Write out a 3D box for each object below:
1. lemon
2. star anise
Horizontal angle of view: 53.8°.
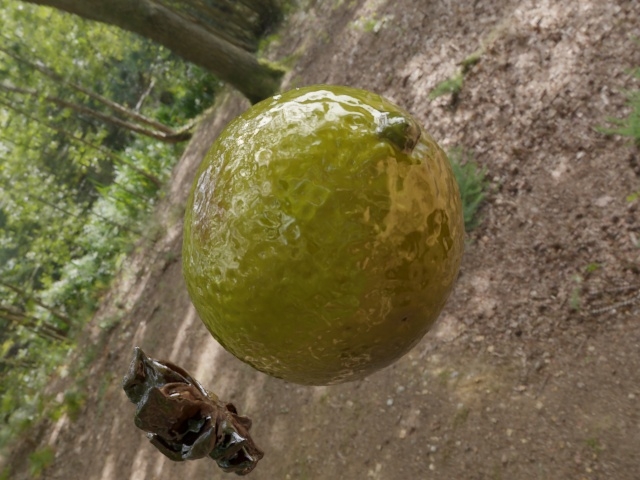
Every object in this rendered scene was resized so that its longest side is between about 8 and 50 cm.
[{"bbox_3d":[0.000,-0.001,0.552,0.267,0.267,0.267,-47,27,33],"label":"lemon"},{"bbox_3d":[-0.174,0.232,0.819,0.099,0.220,0.214,-52,18,-14],"label":"star anise"}]
